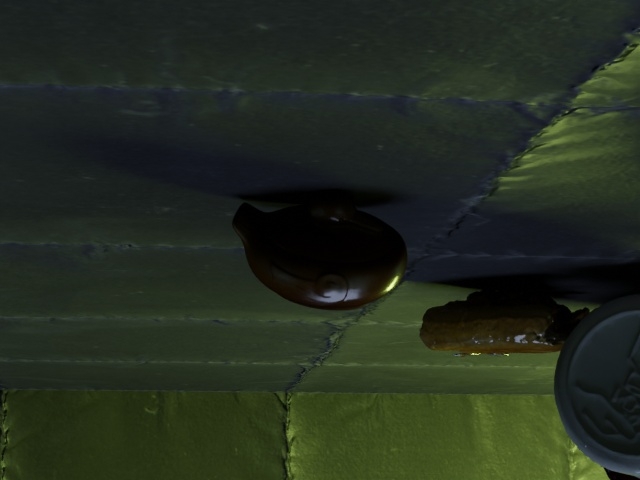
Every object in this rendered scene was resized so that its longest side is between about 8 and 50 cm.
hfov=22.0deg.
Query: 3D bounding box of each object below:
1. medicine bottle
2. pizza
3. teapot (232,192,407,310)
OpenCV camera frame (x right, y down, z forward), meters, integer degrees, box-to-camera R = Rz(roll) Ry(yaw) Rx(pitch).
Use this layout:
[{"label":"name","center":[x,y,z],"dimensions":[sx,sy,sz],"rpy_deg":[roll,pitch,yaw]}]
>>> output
[{"label":"medicine bottle","center":[0.376,0.164,1.631],"dimensions":[0.242,0.242,0.395],"rpy_deg":[-4,169,21]},{"label":"pizza","center":[0.206,0.079,1.647],"dimensions":[0.154,0.069,0.194],"rpy_deg":[-7,174,34]},{"label":"teapot","center":[0.000,0.000,1.197],"dimensions":[0.129,0.078,0.098],"rpy_deg":[12,-147,13]}]
